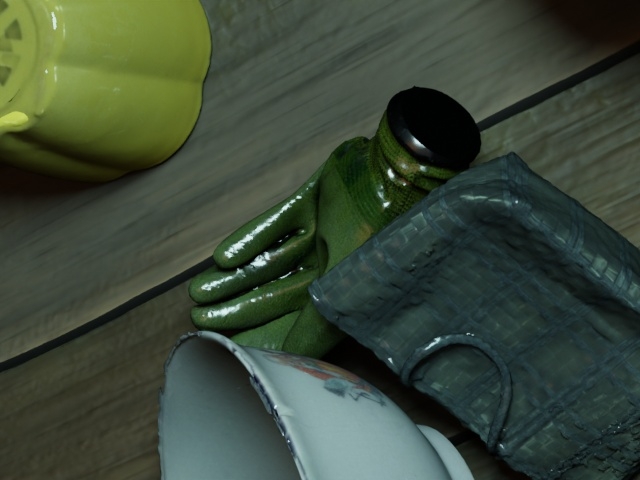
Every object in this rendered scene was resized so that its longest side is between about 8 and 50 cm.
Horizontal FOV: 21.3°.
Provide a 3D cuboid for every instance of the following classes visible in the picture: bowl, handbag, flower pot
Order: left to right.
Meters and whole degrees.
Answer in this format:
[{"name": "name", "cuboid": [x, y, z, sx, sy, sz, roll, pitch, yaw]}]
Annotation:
[{"name": "flower pot", "cuboid": [-0.205, -0.138, 1.254, 0.195, 0.179, 0.195, 1, 93, 24]}, {"name": "bowl", "cuboid": [0.019, 0.213, 1.163, 0.157, 0.345, 0.345, -12, 88, -21]}, {"name": "handbag", "cuboid": [0.140, 0.063, 1.136, 0.270, 0.089, 0.175, 38, 112, -14]}]

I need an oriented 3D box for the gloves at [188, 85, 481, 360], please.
[{"name": "gloves", "cuboid": [0.013, 0.001, 1.208, 0.268, 0.107, 0.135, -41, 46, 30]}]
